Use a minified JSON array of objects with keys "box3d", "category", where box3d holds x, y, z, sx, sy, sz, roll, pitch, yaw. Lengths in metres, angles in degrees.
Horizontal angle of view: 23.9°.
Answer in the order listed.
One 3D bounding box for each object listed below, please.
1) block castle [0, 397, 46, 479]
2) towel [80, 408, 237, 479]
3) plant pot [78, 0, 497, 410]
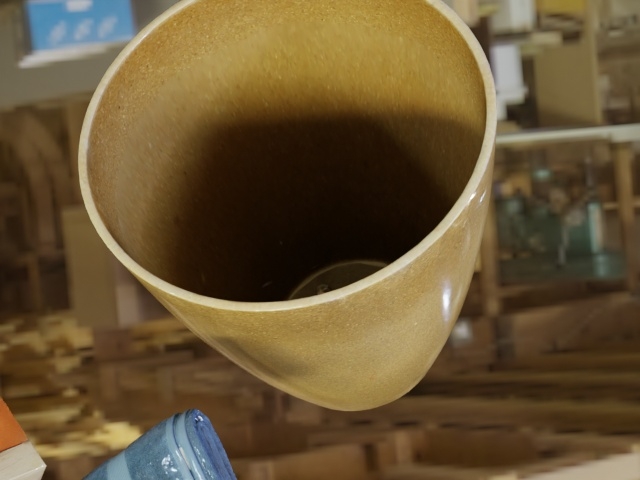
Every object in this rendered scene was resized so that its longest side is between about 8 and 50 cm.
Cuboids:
[{"box3d":[-0.328,0.316,1.217,0.213,0.453,0.303,-19,151,-35],"category":"block castle"},{"box3d":[-0.094,0.142,0.791,0.119,0.067,0.029,-37,163,27],"category":"towel"},{"box3d":[0.000,0.000,0.944,0.237,0.237,0.254,-5,148,8],"category":"plant pot"}]
